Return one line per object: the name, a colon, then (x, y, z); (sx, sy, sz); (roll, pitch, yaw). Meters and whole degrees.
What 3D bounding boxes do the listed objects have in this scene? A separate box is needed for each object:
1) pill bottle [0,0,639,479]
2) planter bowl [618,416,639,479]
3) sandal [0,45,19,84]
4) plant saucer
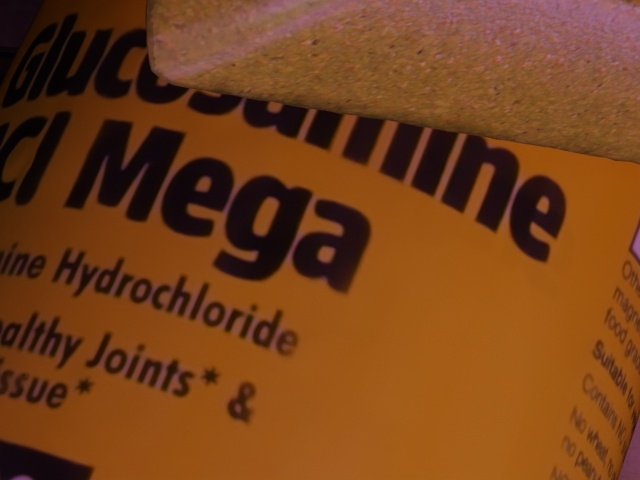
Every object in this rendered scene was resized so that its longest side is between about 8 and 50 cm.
pill bottle: (0.000, 0.000, 0.523); (0.188, 0.334, 0.188); (19, 158, 8)
planter bowl: (0.155, 0.048, 0.787); (0.109, 0.162, 0.162); (42, 123, -13)
sandal: (-0.034, -0.034, 0.699); (0.303, 0.086, 0.120); (-4, 137, -30)
plant saucer: (0.061, -0.113, 0.405); (0.188, 0.188, 0.045); (6, -178, -44)
